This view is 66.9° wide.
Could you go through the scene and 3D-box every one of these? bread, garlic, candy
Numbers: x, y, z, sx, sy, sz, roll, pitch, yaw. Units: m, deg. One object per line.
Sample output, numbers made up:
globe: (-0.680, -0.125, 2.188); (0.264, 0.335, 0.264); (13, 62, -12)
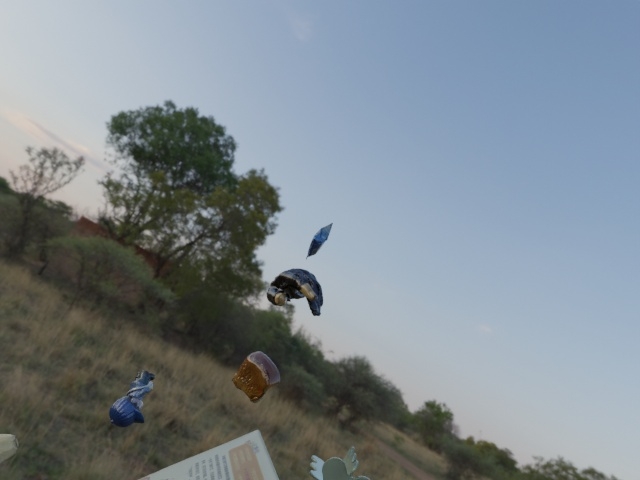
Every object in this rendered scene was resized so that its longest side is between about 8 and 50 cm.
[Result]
bread: (-0.189, 0.393, 1.400); (0.129, 0.126, 0.044); (37, -8, 27)
garlic: (-0.374, 0.237, 0.522); (0.053, 0.083, 0.041); (-2, -71, 45)
candy: (0.000, 0.000, 1.576); (0.038, 0.136, 0.088); (31, -47, 17)

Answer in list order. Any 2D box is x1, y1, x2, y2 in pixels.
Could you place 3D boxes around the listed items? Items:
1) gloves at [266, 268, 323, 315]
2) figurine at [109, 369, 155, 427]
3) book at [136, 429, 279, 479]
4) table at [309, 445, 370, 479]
gloves: (-0.047, 0.114, 1.139); (0.129, 0.106, 0.180); (22, -16, -25)
figurine: (-0.484, 0.412, 1.261); (0.086, 0.149, 0.087); (-21, -52, 32)
book: (-0.206, 0.365, 0.666); (0.208, 0.295, 0.020); (-174, -113, -74)
table: (0.044, 0.613, 1.225); (0.166, 0.167, 0.198); (28, -10, 6)
